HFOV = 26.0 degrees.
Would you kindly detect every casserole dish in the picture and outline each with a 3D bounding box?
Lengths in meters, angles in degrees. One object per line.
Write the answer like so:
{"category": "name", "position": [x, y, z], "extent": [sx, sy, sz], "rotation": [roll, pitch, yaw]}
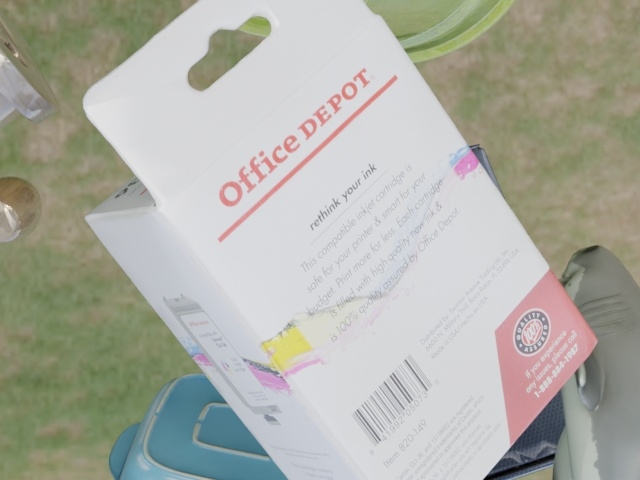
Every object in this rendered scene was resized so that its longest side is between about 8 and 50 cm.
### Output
{"category": "casserole dish", "position": [-0.023, 0.119, 0.753], "extent": [0.189, 0.114, 0.037], "rotation": [10, 126, 7]}

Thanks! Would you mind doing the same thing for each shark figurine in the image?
{"category": "shark figurine", "position": [0.169, 0.135, 0.666], "extent": [0.116, 0.278, 0.166], "rotation": [-3, 175, 5]}

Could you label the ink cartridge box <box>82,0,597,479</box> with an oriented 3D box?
{"category": "ink cartridge box", "position": [0.000, 0.000, 0.507], "extent": [0.198, 0.115, 0.067], "rotation": [55, 153, -17]}

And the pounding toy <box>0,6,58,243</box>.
{"category": "pounding toy", "position": [-0.240, -0.089, 0.714], "extent": [0.155, 0.154, 0.269], "rotation": [-36, 109, 0]}

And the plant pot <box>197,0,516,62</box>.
{"category": "plant pot", "position": [0.011, -0.254, 1.037], "extent": [0.276, 0.276, 0.254], "rotation": [-19, -174, 26]}

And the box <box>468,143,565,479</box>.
{"category": "box", "position": [0.064, 0.067, 0.963], "extent": [0.184, 0.232, 0.059], "rotation": [-16, 164, -8]}
